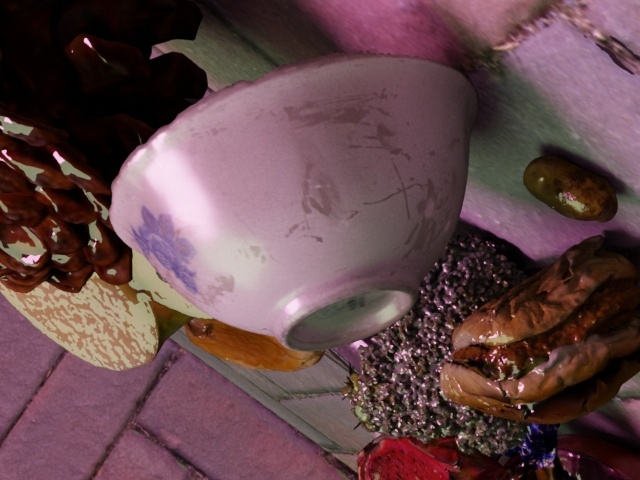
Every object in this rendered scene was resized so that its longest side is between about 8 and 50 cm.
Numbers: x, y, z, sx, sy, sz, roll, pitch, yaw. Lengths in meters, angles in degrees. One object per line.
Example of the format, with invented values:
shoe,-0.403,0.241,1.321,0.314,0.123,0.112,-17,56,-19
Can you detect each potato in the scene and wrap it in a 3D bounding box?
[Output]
potato,0.199,-0.040,1.159,0.083,0.040,0.051,26,159,29

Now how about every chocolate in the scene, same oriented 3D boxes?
chocolate,0.266,0.280,1.679,0.343,0.148,0.126,63,171,-14

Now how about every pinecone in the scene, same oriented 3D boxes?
pinecone,-0.275,-0.146,1.261,0.397,0.398,0.398,33,166,9

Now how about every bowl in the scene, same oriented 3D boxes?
bowl,0.000,0.000,1.142,0.313,0.313,0.146,70,-178,-67

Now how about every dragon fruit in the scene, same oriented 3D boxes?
dragon fruit,0.136,0.285,1.798,0.161,0.126,0.274,41,144,22

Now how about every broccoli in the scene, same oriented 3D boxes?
broccoli,0.108,0.086,1.552,0.252,0.221,0.361,7,-176,-28

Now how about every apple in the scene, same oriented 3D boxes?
apple,-0.260,-0.031,1.719,0.360,0.320,0.311,49,175,-13

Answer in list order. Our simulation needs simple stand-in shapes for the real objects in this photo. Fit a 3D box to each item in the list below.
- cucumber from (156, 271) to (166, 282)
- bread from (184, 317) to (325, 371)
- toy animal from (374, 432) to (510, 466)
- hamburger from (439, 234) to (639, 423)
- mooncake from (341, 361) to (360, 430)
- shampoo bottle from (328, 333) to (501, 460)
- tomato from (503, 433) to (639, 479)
cucumber,-0.056,-0.036,1.351,0.056,0.284,0.056,25,132,32
bread,-0.096,0.093,2.077,0.244,0.134,0.244,18,160,7
toy animal,0.196,0.309,2.047,0.357,0.194,0.258,38,-153,3
hamburger,0.202,0.094,1.280,0.130,0.183,0.206,61,169,9
mooncake,0.109,0.168,1.742,0.057,0.347,0.150,-2,106,30
shampoo bottle,0.118,0.181,1.906,0.309,0.071,0.098,40,-162,14
tomato,0.387,0.367,1.830,0.334,0.176,0.290,30,132,27
